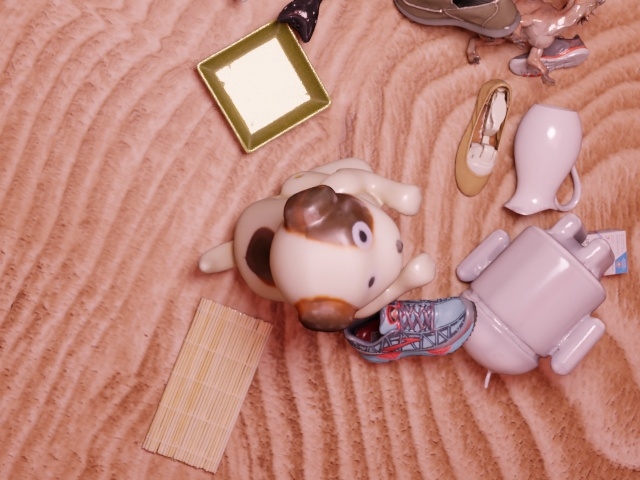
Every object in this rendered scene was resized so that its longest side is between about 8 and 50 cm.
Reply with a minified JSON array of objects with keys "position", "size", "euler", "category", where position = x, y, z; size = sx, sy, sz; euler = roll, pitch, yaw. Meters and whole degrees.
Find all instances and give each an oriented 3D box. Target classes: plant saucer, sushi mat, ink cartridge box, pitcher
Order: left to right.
[{"position":[-0.214,0.278,1.713],"size":[0.151,0.019,0.316],"euler":[21,92,-14],"category":"sushi mat"},{"position":[-0.104,-0.286,1.658],"size":[0.188,0.045,0.188],"euler":[-31,101,-6],"category":"plant saucer"},{"position":[0.454,-0.156,1.755],"size":[0.177,0.125,0.207],"euler":[0,108,-32],"category":"pitcher"},{"position":[0.551,0.028,1.819],"size":[0.122,0.052,0.088],"euler":[-7,98,-9],"category":"ink cartridge box"}]

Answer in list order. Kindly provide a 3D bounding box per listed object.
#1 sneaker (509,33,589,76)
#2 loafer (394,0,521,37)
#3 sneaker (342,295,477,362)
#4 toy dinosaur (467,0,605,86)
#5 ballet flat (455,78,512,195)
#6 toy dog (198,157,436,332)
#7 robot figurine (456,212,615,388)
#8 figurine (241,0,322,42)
[{"position":[0.441,-0.366,1.761],"size":[0.158,0.061,0.065],"euler":[-11,68,-5],"category":"sneaker"},{"position":[0.244,-0.442,1.628],"size":[0.094,0.251,0.087],"euler":[-57,148,-22],"category":"loafer"},{"position":[0.159,0.160,1.659],"size":[0.262,0.104,0.125],"euler":[-20,146,26],"category":"sneaker"},{"position":[0.386,-0.424,1.692],"size":[0.295,0.127,0.200],"euler":[20,72,24],"category":"toy dinosaur"},{"position":[0.316,-0.199,1.736],"size":[0.080,0.073,0.232],"euler":[11,94,-12],"category":"ballet flat"},{"position":[0.000,0.000,1.525],"size":[0.395,0.408,0.284],"euler":[1,95,-12],"category":"toy dog"},{"position":[0.395,0.114,1.709],"size":[0.353,0.200,0.300],"euler":[-45,59,7],"category":"robot figurine"},{"position":[-0.062,-0.489,1.602],"size":[0.215,0.092,0.209],"euler":[30,79,-12],"category":"figurine"}]
